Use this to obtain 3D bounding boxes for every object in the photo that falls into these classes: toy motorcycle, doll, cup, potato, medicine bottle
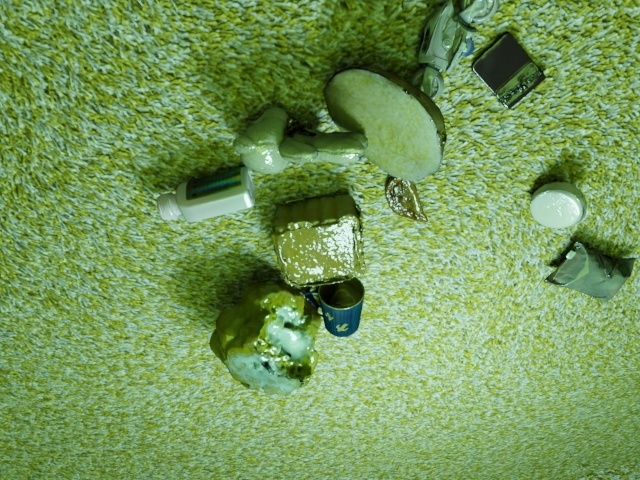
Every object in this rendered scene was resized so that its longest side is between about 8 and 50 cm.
[{"bbox_3d":[0.256,-0.405,1.021,0.112,0.112,0.254,17,127,-22],"label":"toy motorcycle"},{"bbox_3d":[-0.038,-0.215,1.067,0.278,0.149,0.175,3,170,8],"label":"doll"},{"bbox_3d":[0.042,0.190,1.463,0.176,0.131,0.155,13,137,18],"label":"cup"},{"bbox_3d":[0.157,-0.269,1.061,0.299,0.116,0.239,40,158,-12],"label":"potato"},{"bbox_3d":[-0.264,-0.101,1.160,0.219,0.115,0.078,-14,132,2],"label":"medicine bottle"}]

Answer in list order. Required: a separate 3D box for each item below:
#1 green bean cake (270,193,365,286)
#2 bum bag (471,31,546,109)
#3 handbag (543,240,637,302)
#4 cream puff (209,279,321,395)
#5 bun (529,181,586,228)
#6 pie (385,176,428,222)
[{"bbox_3d":[0.000,0.000,1.282,0.230,0.131,0.224,-9,128,2],"label":"green bean cake"},{"bbox_3d":[0.417,-0.373,1.111,0.159,0.026,0.109,32,119,-30],"label":"bum bag"},{"bbox_3d":[0.825,0.094,1.518,0.270,0.117,0.182,17,116,-21],"label":"handbag"},{"bbox_3d":[-0.151,0.266,1.410,0.274,0.270,0.323,-20,122,32],"label":"cream puff"},{"bbox_3d":[0.634,-0.105,1.333,0.138,0.094,0.138,19,138,18],"label":"bun"},{"bbox_3d":[0.213,-0.113,1.289,0.088,0.033,0.191,-11,134,20],"label":"pie"}]
